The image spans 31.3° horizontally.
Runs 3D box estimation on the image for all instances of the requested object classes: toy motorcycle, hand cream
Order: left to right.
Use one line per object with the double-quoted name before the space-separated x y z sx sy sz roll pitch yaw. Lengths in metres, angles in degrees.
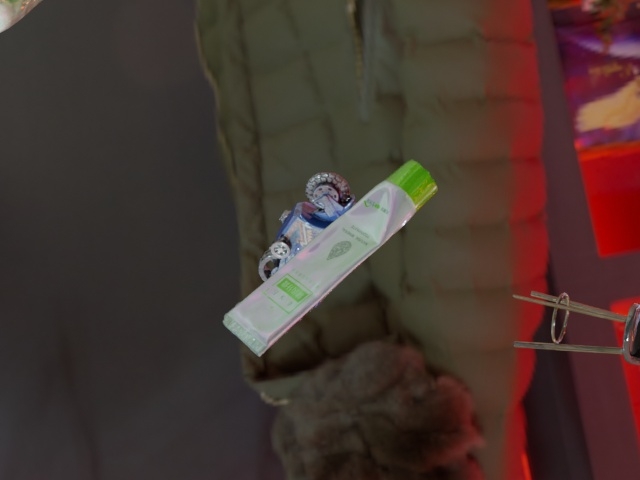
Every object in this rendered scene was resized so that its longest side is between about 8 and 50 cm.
"toy motorcycle" 0.000 0.000 1.472 0.114 0.076 0.205 27 127 -9
"hand cream" 0.013 0.016 1.249 0.275 0.050 0.079 -41 -168 -12

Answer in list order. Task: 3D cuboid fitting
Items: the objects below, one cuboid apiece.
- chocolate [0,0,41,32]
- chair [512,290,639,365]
"chocolate" -0.227 -0.295 1.041 0.110 0.291 0.110 20 145 15
"chair" 0.410 0.126 1.765 0.222 0.104 0.095 11 157 23
